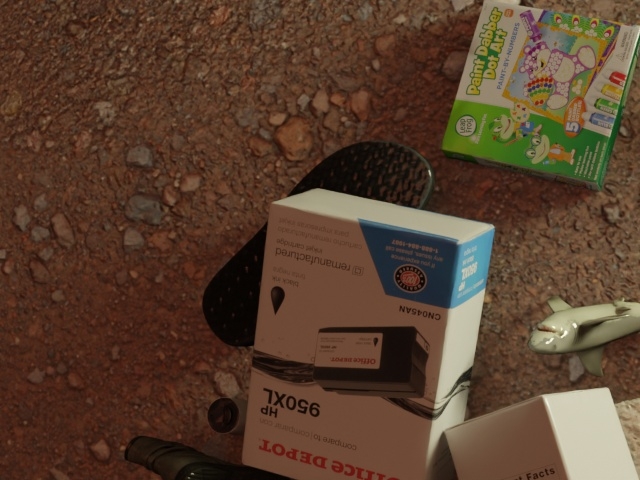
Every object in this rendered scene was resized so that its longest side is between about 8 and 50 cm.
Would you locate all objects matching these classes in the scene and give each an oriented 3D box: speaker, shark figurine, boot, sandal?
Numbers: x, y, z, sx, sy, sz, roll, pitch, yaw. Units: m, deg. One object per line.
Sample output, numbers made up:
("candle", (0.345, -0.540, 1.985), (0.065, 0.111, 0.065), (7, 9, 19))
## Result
("speaker", (-0.122, 0.269, 1.789), (0.055, 0.136, 0.055), (-4, 79, 19))
("shark figurine", (0.423, 0.141, 1.665), (0.278, 0.166, 0.116), (-4, 103, 1))
("boot", (-0.162, 0.345, 1.765), (0.161, 0.246, 0.083), (23, 89, 47))
("sandal", (-0.002, -0.001, 1.833), (0.445, 0.107, 0.168), (-38, 70, 22))

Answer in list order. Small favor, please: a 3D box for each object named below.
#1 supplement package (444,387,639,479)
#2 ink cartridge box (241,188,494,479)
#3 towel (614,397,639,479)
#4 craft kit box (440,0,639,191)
("supplement package", (0.318, 0.363, 1.572), (0.175, 0.177, 0.293), (-28, 69, 39))
("ink cartridge box", (0.063, 0.151, 1.667), (0.285, 0.166, 0.395), (12, 104, 22))
("towel", (0.512, 0.293, 1.613), (0.282, 0.049, 0.187), (-17, 75, 15))
("craft kit box", (0.334, -0.222, 1.776), (0.246, 0.061, 0.250), (14, 84, 24))
